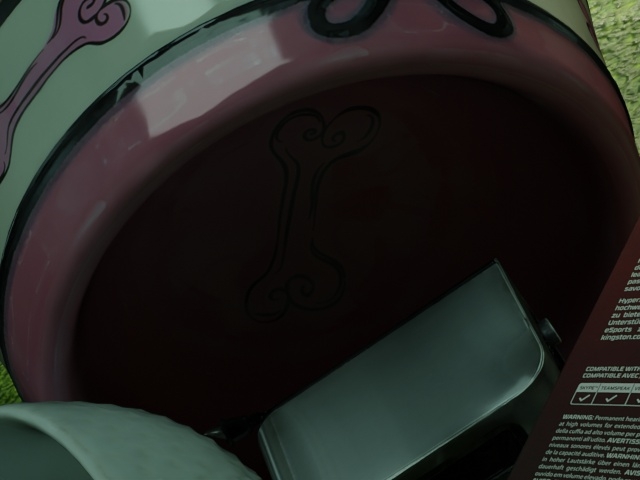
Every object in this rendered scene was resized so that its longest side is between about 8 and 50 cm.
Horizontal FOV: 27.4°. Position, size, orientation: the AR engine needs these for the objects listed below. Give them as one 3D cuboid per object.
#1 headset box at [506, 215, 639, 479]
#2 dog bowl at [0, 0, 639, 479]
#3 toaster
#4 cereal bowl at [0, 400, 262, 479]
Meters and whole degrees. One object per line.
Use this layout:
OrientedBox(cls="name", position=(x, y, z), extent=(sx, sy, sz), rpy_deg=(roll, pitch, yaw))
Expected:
OrientedBox(cls="headset box", position=(0.201, 0.093, 0.529), extent=(0.110, 0.218, 0.293), rpy_deg=(-3, 44, 45))
OrientedBox(cls="dog bowl", position=(0.000, 0.000, 0.734), extent=(0.408, 0.408, 0.150), rpy_deg=(-33, 44, 7))
OrientedBox(cls="toaster", position=(0.069, 0.128, 0.674), extent=(0.186, 0.168, 0.110), rpy_deg=(-34, 30, 4))
OrientedBox(cls="cereal bowl", position=(-0.076, 0.238, 0.595), extent=(0.141, 0.339, 0.339), rpy_deg=(-2, 5, -38))
